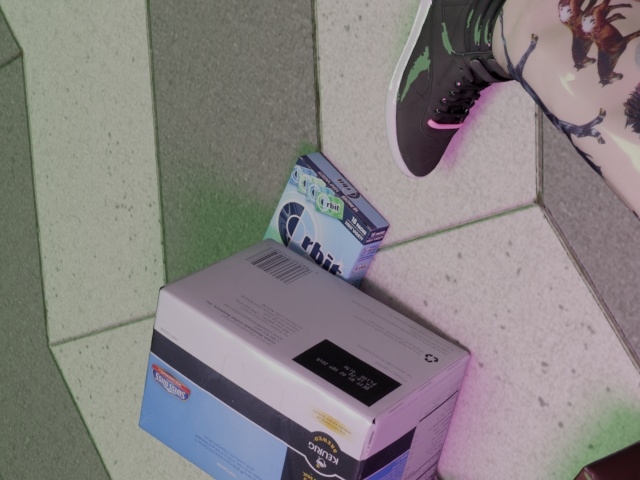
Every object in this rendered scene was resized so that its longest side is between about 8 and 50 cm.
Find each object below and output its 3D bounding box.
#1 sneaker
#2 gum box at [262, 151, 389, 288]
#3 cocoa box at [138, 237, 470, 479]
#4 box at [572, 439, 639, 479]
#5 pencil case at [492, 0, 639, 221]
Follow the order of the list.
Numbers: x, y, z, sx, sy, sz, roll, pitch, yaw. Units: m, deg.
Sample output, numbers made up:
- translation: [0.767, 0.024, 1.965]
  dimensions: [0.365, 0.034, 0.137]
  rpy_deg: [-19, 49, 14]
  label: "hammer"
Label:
- translation: [0.170, -0.186, 1.613]
  dimensions: [0.147, 0.104, 0.296]
  rpy_deg: [38, 122, 42]
  label: "sneaker"
- translation: [0.000, 0.000, 1.905]
  dimensions: [0.157, 0.041, 0.184]
  rpy_deg: [47, 132, 28]
  label: "gum box"
- translation: [-0.027, 0.195, 1.805]
  dimensions: [0.347, 0.231, 0.228]
  rpy_deg: [29, 123, 27]
  label: "cocoa box"
- translation: [0.357, 0.344, 1.505]
  dimensions: [0.203, 0.167, 0.168]
  rpy_deg: [51, 134, 26]
  label: "box"
- translation: [0.340, -0.132, 1.398]
  dimensions: [0.183, 0.160, 0.410]
  rpy_deg: [-39, 64, 3]
  label: "pencil case"
